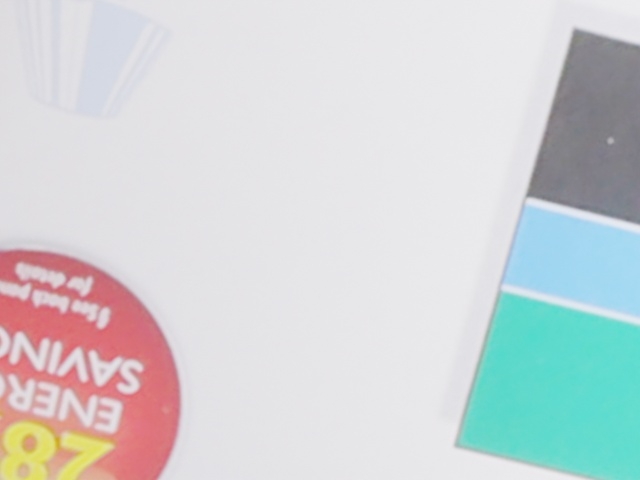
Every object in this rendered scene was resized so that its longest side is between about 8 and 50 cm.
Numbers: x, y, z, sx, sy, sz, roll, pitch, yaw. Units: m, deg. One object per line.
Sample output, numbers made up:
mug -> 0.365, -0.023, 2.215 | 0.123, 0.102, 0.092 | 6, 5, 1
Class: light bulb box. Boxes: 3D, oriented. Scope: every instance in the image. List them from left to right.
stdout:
light bulb box -> 0.059, -0.028, 0.541 | 0.358, 0.225, 0.361 | 14, 12, -3
